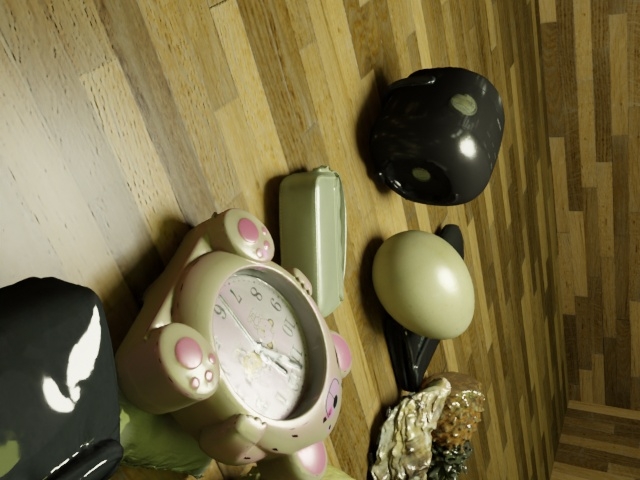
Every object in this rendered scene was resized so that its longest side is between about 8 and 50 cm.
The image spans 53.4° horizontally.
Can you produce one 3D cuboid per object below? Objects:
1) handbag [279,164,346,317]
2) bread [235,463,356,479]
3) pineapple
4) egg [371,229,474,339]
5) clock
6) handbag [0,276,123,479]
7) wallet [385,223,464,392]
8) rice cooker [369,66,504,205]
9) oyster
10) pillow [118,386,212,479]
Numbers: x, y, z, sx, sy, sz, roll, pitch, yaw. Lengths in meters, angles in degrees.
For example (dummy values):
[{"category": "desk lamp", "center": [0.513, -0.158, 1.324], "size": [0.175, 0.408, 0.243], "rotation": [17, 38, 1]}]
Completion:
[{"category": "handbag", "center": [0.000, 0.000, 1.086], "size": [0.219, 0.079, 0.255], "rotation": [-20, 110, -69]}, {"category": "bread", "center": [-0.052, 0.466, 0.890], "size": [0.321, 0.238, 0.320], "rotation": [7, 80, -51]}, {"category": "pineapple", "center": [0.320, 0.503, 1.599], "size": [0.169, 0.169, 0.340], "rotation": [-22, 119, -57]}, {"category": "egg", "center": [0.216, 0.095, 1.313], "size": [0.253, 0.189, 0.188], "rotation": [55, 42, -11]}, {"category": "clock", "center": [-0.085, 0.145, 0.814], "size": [0.309, 0.114, 0.283], "rotation": [47, 37, -25]}, {"category": "handbag", "center": [-0.289, 0.202, 0.508], "size": [0.302, 0.178, 0.274], "rotation": [-32, 120, -54]}, {"category": "wallet", "center": [0.273, 0.155, 1.560], "size": [0.406, 0.062, 0.228], "rotation": [-50, 134, -44]}, {"category": "rice cooker", "center": [0.232, -0.201, 1.286], "size": [0.224, 0.267, 0.267], "rotation": [-63, 143, -23]}, {"category": "oyster", "center": [0.210, 0.465, 1.426], "size": [0.238, 0.115, 0.351], "rotation": [4, 105, -59]}, {"category": "pillow", "center": [-0.192, 0.226, 0.799], "size": [0.229, 0.051, 0.128], "rotation": [42, 59, -54]}]
